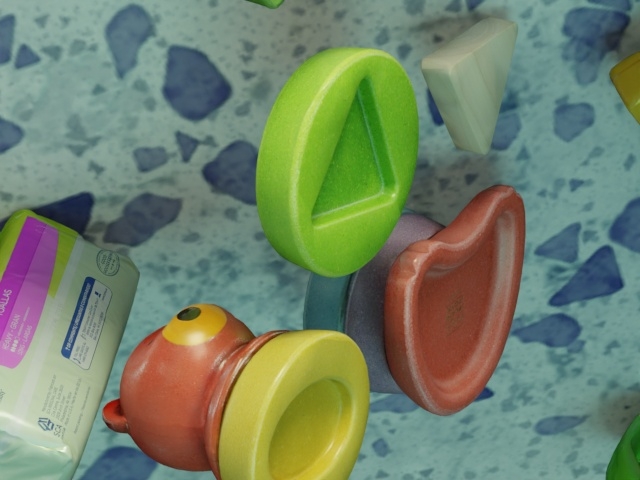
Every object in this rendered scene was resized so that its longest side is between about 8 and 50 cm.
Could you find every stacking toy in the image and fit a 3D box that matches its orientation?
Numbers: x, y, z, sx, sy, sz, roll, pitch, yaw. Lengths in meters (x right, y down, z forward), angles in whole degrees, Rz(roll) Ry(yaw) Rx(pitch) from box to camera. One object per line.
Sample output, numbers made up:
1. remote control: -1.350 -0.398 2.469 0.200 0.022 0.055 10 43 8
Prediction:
1. stacking toy: 0.000 0.000 1.193 0.309 0.130 0.279 -24 122 -53

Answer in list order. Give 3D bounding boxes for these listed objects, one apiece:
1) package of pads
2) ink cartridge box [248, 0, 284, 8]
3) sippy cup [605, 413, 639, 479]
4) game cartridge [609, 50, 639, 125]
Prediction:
1. package of pads: -0.225 0.151 1.239 0.101 0.229 0.296 25 121 -10
2. ink cartridge box: -0.019 -0.279 1.011 0.255 0.097 0.189 -51 133 -15
3. sippy cup: 0.384 0.217 1.465 0.305 0.224 0.240 -22 133 4
4. game cartridge: 0.387 -0.116 1.272 0.323 0.053 0.285 -32 138 16
